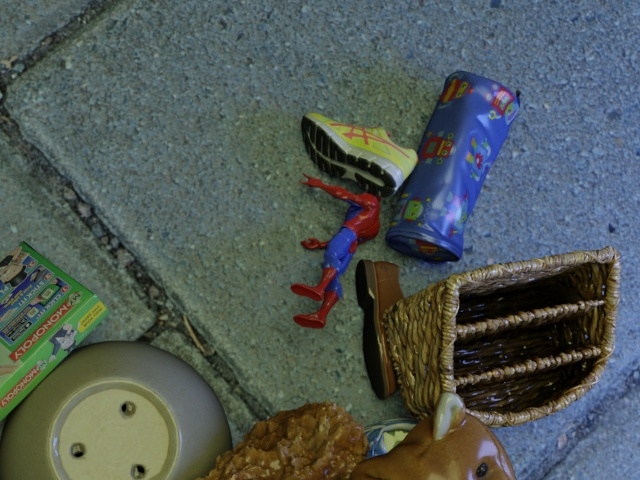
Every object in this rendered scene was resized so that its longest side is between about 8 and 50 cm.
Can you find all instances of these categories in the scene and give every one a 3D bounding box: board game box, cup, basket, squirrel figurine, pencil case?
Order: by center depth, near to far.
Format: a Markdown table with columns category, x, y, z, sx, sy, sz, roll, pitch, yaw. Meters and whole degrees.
| category | x | y | z | sx | sy | sz | roll | pitch | yaw |
| --- | --- | --- | --- | --- | --- | --- | --- | --- | --- |
| squirrel figurine | 0.042 | 0.332 | 1.508 | 0.397 | 0.281 | 0.370 | 35 | 72 | 28 |
| cup | -0.273 | 0.281 | 1.601 | 0.331 | 0.237 | 0.331 | 2 | 76 | -8 |
| board game box | -0.463 | 0.157 | 1.634 | 0.317 | 0.046 | 0.213 | -46 | 44 | -16 |
| basket | 0.275 | 0.151 | 1.692 | 0.299 | 0.223 | 0.213 | -7 | 76 | -27 |
| pencil case | 0.204 | -0.108 | 1.834 | 0.119 | 0.133 | 0.306 | 8 | 68 | 40 |

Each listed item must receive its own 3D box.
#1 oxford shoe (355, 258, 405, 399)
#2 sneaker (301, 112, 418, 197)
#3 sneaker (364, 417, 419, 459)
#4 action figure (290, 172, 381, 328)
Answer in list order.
| category | x | y | z | sx | sy | sz | roll | pitch | yaw |
| --- | --- | --- | --- | --- | --- | --- | --- | --- | --- |
| oxford shoe | 0.102 | 0.130 | 1.783 | 0.076 | 0.076 | 0.212 | 1 | 75 | -17 |
| sneaker | 0.059 | -0.141 | 1.823 | 0.208 | 0.081 | 0.094 | 34 | 55 | 28 |
| sneaker | 0.057 | 0.301 | 1.726 | 0.211 | 0.081 | 0.080 | -20 | 80 | -13 |
| action figure | 0.000 | 0.000 | 1.770 | 0.139 | 0.091 | 0.280 | 16 | 42 | 19 |
